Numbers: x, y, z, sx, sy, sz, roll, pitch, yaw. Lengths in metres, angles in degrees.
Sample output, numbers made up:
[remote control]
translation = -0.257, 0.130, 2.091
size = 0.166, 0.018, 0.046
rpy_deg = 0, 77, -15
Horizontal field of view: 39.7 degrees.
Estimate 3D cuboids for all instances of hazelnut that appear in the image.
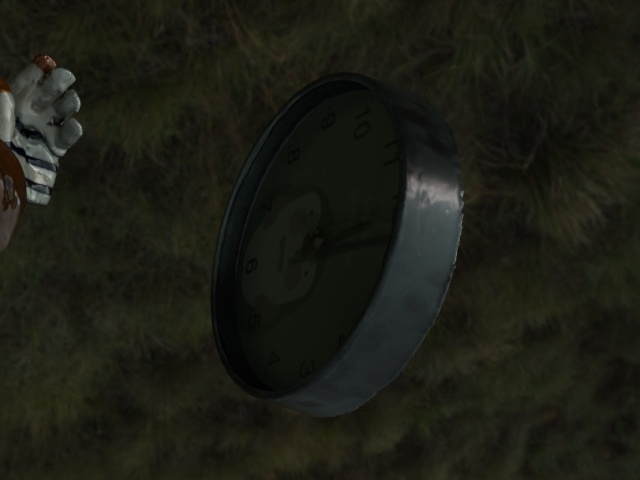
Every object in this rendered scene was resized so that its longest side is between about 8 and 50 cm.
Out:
[hazelnut]
translation = -0.366, -0.045, 0.893
size = 0.150, 0.150, 0.150
rpy_deg = -12, 147, -8

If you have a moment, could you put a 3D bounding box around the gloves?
[gloves]
translation = -0.438, -0.167, 1.337
size = 0.140, 0.219, 0.131
rpy_deg = 12, 177, -23

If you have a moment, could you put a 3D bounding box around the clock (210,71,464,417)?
[clock]
translation = 0.001, -0.001, 0.821
size = 0.066, 0.319, 0.319
rpy_deg = 18, 133, -33
